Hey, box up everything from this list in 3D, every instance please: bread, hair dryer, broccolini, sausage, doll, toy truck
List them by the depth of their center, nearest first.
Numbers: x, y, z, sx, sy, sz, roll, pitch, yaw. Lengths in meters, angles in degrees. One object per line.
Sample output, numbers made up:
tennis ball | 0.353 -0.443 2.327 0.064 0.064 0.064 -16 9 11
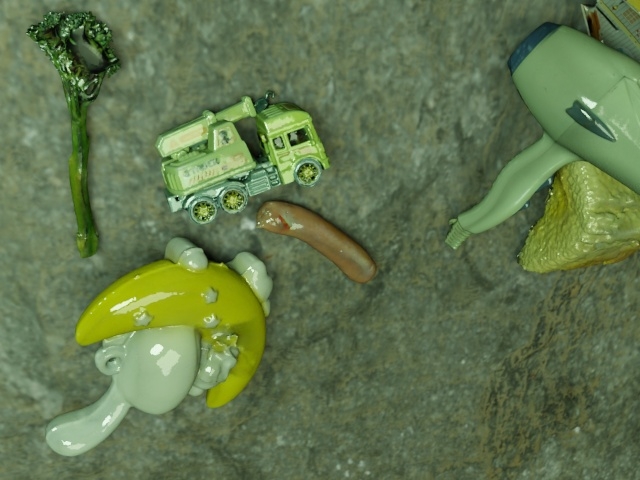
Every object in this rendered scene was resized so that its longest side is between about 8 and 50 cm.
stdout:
broccolini | -0.229 -0.100 0.793 0.057 0.071 0.254 -48 153 -47
toy truck | -0.083 -0.088 0.835 0.169 0.077 0.100 -21 114 -8
doll | -0.166 0.113 0.907 0.237 0.111 0.252 -2 121 -43
hair dryer | 0.313 -0.059 0.924 0.119 0.296 0.298 -33 146 -52
sausage | 0.000 0.001 0.952 0.047 0.040 0.177 -45 128 16
bread | 0.364 -0.045 1.034 0.174 0.133 0.251 -2 122 -22

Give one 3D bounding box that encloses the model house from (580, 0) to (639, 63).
model house | 0.389 -0.283 0.917 0.219 0.136 0.207 -42 90 -13
